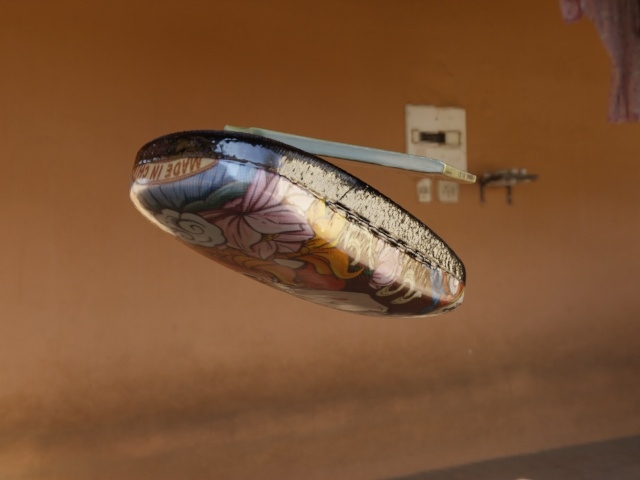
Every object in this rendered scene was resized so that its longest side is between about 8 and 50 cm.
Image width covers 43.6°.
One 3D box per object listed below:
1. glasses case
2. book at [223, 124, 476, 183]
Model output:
[{"bbox_3d":[0.000,0.000,0.598,0.122,0.082,0.321,-4,-20,36],"label":"glasses case"},{"bbox_3d":[0.033,-0.067,0.646,0.168,0.013,0.192,11,5,17],"label":"book"}]
